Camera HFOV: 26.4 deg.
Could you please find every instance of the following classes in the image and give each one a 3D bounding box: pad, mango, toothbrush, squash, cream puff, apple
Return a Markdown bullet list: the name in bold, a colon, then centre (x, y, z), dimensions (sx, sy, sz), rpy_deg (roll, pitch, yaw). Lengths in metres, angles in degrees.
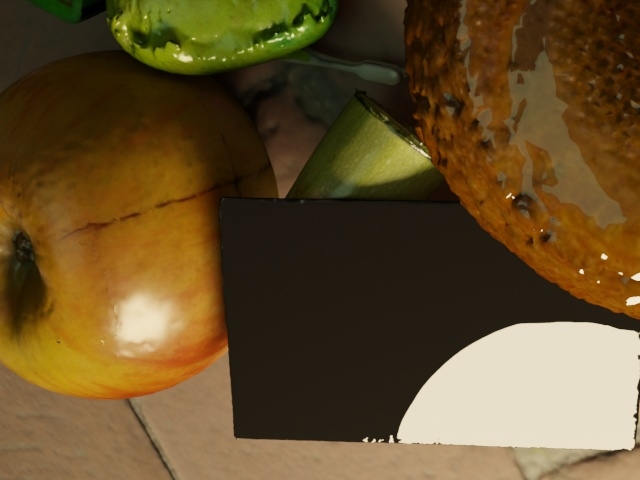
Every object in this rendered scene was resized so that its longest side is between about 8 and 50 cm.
- **pad**: centre (0.081, 0.062, 0.975), dimensions (0.300, 0.005, 0.202), rpy_deg (0, 115, 5)
- **mango**: centre (-0.073, -0.180, 1.014), dimensions (0.178, 0.100, 0.119), rpy_deg (6, 90, 13)
- **toothbrush**: centre (-0.045, -0.153, 1.061), dimensions (0.263, 0.026, 0.022), rpy_deg (17, 115, 32)
- **squash**: centre (0.000, 0.000, 1.004), dimensions (0.094, 0.094, 0.224), rpy_deg (42, 107, 15)
- **cream puff**: centre (0.192, -0.110, 0.757), dimensions (0.303, 0.212, 0.303), rpy_deg (1, 97, 8)
- **apple**: centre (-0.168, -0.011, 1.089), dimensions (0.286, 0.233, 0.286), rpy_deg (17, 119, 33)

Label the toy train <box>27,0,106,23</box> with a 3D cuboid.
- **toy train**: centre (-0.207, -0.301, 1.054), dimensions (0.188, 0.132, 0.243), rpy_deg (29, 129, 20)
